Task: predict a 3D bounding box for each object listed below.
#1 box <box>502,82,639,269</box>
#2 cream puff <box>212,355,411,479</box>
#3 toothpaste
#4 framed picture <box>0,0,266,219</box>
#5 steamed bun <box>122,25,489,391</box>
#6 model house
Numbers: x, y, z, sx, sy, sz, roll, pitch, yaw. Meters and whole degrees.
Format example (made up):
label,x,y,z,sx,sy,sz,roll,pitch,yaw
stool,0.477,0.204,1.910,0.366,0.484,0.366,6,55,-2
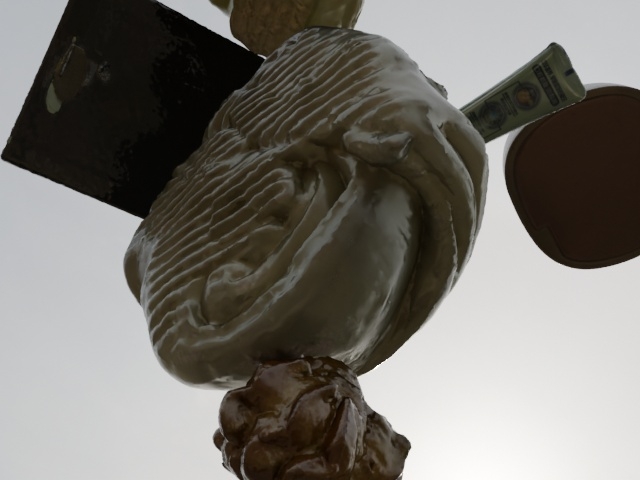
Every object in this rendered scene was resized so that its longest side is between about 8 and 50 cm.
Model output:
label,x,y,z,sx,sy,sz,roll,pitch,yaw
box,0.455,-0.122,1.294,0.301,0.216,0.301,3,-74,9
cream puff,-0.003,0.115,0.443,0.116,0.094,0.122,42,-19,-1
toothpaste,0.143,-0.109,0.761,0.239,0.039,0.062,-29,-90,21
framed picture,-0.157,-0.134,0.868,0.324,0.244,0.013,24,-18,-24
steamed bun,0.007,-0.008,0.647,0.219,0.310,0.324,39,-3,-31
model house,-0.018,-0.319,0.876,0.234,0.175,0.193,47,-55,33
